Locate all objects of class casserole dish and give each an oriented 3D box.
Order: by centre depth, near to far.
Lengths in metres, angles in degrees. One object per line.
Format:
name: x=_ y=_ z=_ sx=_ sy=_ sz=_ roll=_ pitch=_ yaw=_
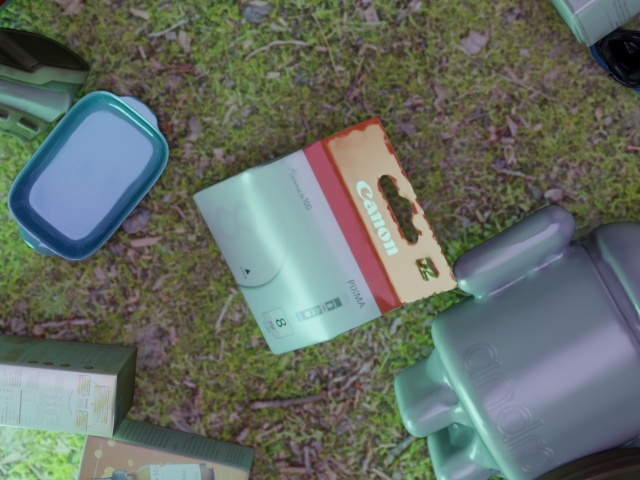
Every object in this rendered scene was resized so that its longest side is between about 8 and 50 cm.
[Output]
casserole dish: x=-0.235 y=-0.067 z=1.842 sx=0.114 sy=0.037 sz=0.188 roll=39 pitch=98 yaw=-4

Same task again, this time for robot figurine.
robot figurine: x=0.249 y=0.113 z=1.768 sx=0.353 sy=0.200 sz=0.300 roll=-30 pitch=110 yaw=6

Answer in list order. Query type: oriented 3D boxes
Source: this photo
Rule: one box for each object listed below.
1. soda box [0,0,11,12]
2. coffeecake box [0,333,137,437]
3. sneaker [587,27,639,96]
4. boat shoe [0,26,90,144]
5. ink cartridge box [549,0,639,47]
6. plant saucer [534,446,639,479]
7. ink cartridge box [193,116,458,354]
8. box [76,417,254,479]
soda box: x=-0.303 y=-0.313 z=1.779 sx=0.091 sy=0.098 sz=0.286 roll=44 pitch=98 yaw=-4
coffeecake box: x=-0.288 y=0.142 z=1.820 sx=0.185 sy=0.142 sz=0.068 roll=6 pitch=98 yaw=2
sneaker: x=0.335 y=-0.162 z=1.783 sx=0.152 sy=0.084 sz=0.058 roll=35 pitch=98 yaw=-3
boat shoe: x=-0.349 y=-0.148 z=1.704 sx=0.113 sy=0.302 sz=0.103 roll=42 pitch=111 yaw=34
ink cartridge box: x=0.295 y=-0.316 z=1.734 sx=0.218 sy=0.092 sz=0.158 roll=-35 pitch=69 yaw=8
plant saucer: x=0.262 y=0.289 z=1.794 sx=0.278 sy=0.278 sz=0.041 roll=-28 pitch=55 yaw=6
ink cartridge box: x=0.000 y=0.000 z=1.770 sx=0.232 sy=0.066 sz=0.189 roll=-19 pitch=100 yaw=49
box: x=-0.166 y=0.266 z=1.860 sx=0.170 sy=0.091 sz=0.130 roll=12 pitch=99 yaw=0
